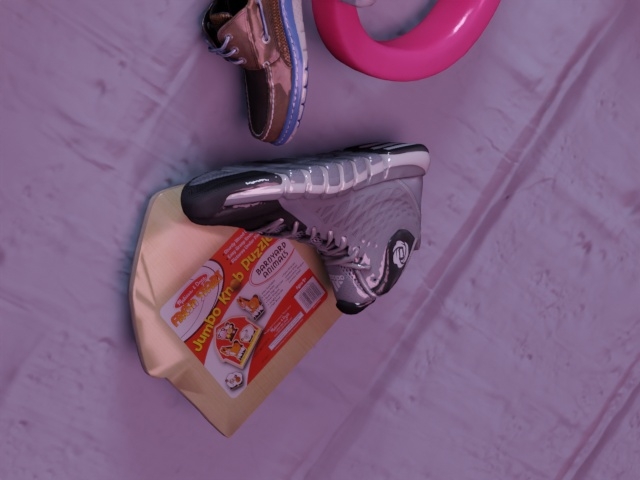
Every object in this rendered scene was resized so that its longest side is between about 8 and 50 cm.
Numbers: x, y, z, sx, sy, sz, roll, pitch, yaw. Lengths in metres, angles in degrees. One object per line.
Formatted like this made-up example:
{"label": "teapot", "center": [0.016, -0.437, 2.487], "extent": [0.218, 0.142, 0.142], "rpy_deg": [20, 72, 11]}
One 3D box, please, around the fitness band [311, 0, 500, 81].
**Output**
{"label": "fitness band", "center": [0.089, -0.255, 0.917], "extent": [0.209, 0.054, 0.291], "rpy_deg": [-13, 126, -48]}

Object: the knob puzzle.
{"label": "knob puzzle", "center": [-0.078, 0.032, 0.999], "extent": [0.213, 0.030, 0.213], "rpy_deg": [-6, 102, -33]}

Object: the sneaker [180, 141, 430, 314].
{"label": "sneaker", "center": [0.000, 0.000, 0.976], "extent": [0.228, 0.086, 0.132], "rpy_deg": [-12, 104, -35]}

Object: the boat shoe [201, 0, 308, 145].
{"label": "boat shoe", "center": [-0.051, -0.158, 0.912], "extent": [0.066, 0.066, 0.183], "rpy_deg": [-8, 107, -25]}
